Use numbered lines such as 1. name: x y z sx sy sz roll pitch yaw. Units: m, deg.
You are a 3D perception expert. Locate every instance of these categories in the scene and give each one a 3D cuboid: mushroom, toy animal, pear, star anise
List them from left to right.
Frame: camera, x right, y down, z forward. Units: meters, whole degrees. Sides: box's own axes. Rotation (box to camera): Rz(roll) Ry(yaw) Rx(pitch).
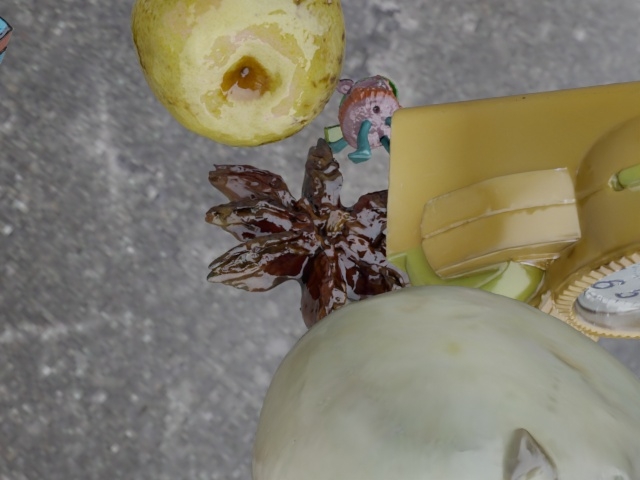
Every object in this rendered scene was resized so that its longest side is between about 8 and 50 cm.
1. pear: -0.063 -0.162 1.219 0.178 0.178 0.178 -21 125 -32
2. star anise: -0.001 0.000 1.519 0.288 0.288 0.088 -15 141 -35
3. toy animal: 0.049 -0.122 1.697 0.100 0.208 0.103 39 100 -21
4. mushroom: 0.070 0.203 0.974 0.314 0.314 0.336 18 106 -45

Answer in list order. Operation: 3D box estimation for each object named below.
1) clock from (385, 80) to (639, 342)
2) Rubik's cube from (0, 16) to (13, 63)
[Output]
1. clock: 0.231 -0.017 1.189 0.244 0.317 0.200 28 52 -59
2. Rubik's cube: -0.427 -0.181 1.577 0.151 0.154 0.155 -52 -179 -32
